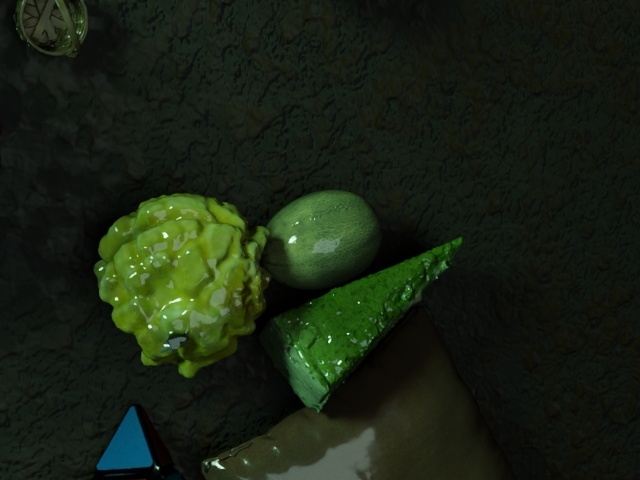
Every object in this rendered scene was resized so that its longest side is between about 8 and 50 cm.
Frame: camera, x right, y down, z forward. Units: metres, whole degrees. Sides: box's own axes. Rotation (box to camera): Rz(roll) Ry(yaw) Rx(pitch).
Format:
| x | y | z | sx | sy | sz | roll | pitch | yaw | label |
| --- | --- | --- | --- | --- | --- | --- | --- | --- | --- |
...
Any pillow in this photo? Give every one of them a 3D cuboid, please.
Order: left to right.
| x | y | z | sx | sy | sz | roll | pitch | yaw | label |
| --- | --- | --- | --- | --- | --- | --- | --- | --- | --- |
| 0.067 | 0.271 | 1.456 | 0.308 | 0.108 | 0.305 | -34 | 110 | -18 | pillow |

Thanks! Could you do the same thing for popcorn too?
| x | y | z | sx | sy | sz | roll | pitch | yaw | label |
| --- | --- | --- | --- | --- | --- | --- | --- | --- | --- |
| -0.129 | 0.042 | 1.283 | 0.173 | 0.142 | 0.173 | -2 | 95 | -27 | popcorn |

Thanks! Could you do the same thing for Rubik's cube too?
| x | y | z | sx | sy | sz | roll | pitch | yaw | label |
| --- | --- | --- | --- | --- | --- | --- | --- | --- | --- |
| -0.140 | 0.306 | 1.290 | 0.284 | 0.234 | 0.250 | 3 | 100 | -26 | Rubik's cube |

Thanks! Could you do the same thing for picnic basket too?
| x | y | z | sx | sy | sz | roll | pitch | yaw | label |
| --- | --- | --- | --- | --- | --- | --- | --- | --- | --- |
| -0.236 | -0.196 | 1.209 | 0.072 | 0.083 | 0.072 | -7 | 105 | -26 | picnic basket |

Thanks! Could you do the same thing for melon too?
| x | y | z | sx | sy | sz | roll | pitch | yaw | label |
| --- | --- | --- | --- | --- | --- | --- | --- | --- | --- |
| 0.000 | 0.000 | 1.364 | 0.130 | 0.098 | 0.098 | -18 | 109 | -24 | melon |

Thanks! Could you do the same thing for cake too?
| x | y | z | sx | sy | sz | roll | pitch | yaw | label |
| --- | --- | --- | --- | --- | --- | --- | --- | --- | --- |
| 0.043 | 0.058 | 1.392 | 0.099 | 0.100 | 0.235 | 44 | 67 | 6 | cake |

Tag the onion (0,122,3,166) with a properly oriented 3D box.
| x | y | z | sx | sy | sz | roll | pitch | yaw | label |
| --- | --- | --- | --- | --- | --- | --- | --- | --- | --- |
| -0.372 | -0.076 | 1.128 | 0.230 | 0.163 | 0.230 | -2 | 95 | -22 | onion |
